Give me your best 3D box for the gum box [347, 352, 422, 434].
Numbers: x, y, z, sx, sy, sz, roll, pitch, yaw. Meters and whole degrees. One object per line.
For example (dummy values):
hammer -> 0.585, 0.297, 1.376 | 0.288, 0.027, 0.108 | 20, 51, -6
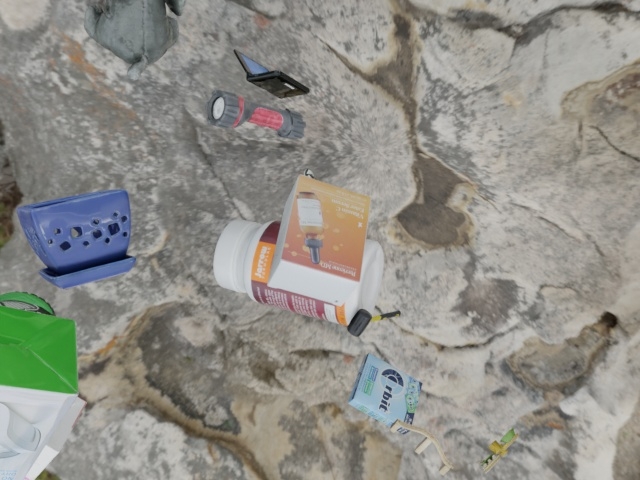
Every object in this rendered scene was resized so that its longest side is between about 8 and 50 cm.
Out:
gum box -> 0.184, 0.428, 1.716 | 0.184, 0.157, 0.041 | 30, 139, -6

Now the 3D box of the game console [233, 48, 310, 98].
game console -> -0.092, -0.324, 1.175 | 0.107, 0.122, 0.071 | -2, 84, 29

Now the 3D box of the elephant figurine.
elephant figurine -> -0.296, -0.426, 1.000 | 0.186, 0.169, 0.239 | 34, 128, 10

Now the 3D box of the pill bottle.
pill bottle -> -0.056, 0.071, 1.556 | 0.392, 0.224, 0.224 | 12, 100, 19

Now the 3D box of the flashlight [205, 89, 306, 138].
flashlight -> -0.171, -0.341, 1.715 | 0.103, 0.304, 0.103 | 16, 97, 46

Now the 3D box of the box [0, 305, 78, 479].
box -> -0.452, 0.181, 0.703 | 0.262, 0.127, 0.231 | 20, 119, -36

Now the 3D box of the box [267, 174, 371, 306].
box -> 0.000, 0.000, 0.989 | 0.130, 0.091, 0.170 | 16, 55, -10

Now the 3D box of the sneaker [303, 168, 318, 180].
sneaker -> -0.021, -0.162, 1.652 | 0.032, 0.037, 0.083 | 0, 62, -33

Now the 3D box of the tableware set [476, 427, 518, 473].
tableware set -> 0.362, 0.426, 1.250 | 0.104, 0.154, 0.024 | -42, 60, -6

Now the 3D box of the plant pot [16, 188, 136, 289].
plant pot -> -0.608, -0.005, 1.549 | 0.236, 0.236, 0.212 | -17, 102, -33

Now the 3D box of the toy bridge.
toy bridge -> 0.274, 0.535, 1.609 | 0.188, 0.026, 0.063 | 39, 114, 8

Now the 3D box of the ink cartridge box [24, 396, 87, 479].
ink cartridge box -> -0.489, 0.350, 1.032 | 0.067, 0.115, 0.198 | 38, 115, -15

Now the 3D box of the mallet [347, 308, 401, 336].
mallet -> 0.140, 0.179, 1.461 | 0.039, 0.190, 0.062 | 45, 125, 28

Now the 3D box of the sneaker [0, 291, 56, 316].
sneaker -> -0.747, 0.194, 1.340 | 0.343, 0.146, 0.134 | 0, 104, 2
